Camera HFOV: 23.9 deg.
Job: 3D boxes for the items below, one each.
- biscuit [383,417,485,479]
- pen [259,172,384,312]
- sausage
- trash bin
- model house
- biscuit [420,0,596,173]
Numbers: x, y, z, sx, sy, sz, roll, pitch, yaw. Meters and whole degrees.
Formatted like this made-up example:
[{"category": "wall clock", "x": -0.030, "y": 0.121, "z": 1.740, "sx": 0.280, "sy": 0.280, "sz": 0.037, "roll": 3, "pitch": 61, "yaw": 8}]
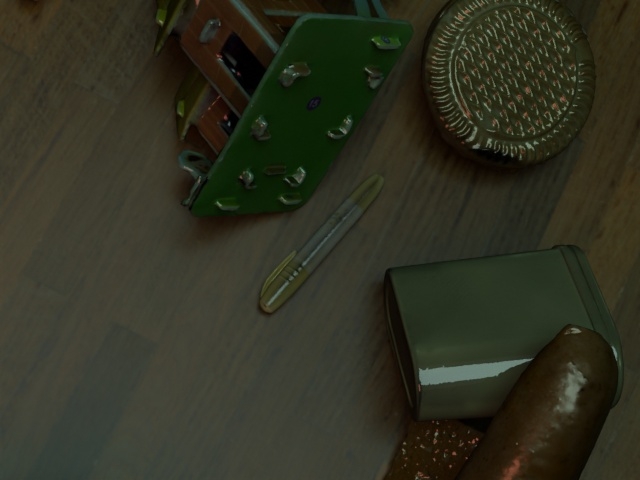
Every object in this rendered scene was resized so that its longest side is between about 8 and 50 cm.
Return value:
[{"category": "biscuit", "x": 0.186, "y": 0.294, "z": 1.796, "sx": 0.231, "sy": 0.025, "sz": 0.131, "roll": 27, "pitch": 92, "yaw": 34}, {"category": "pen", "x": 0.000, "y": 0.000, "z": 1.906, "sx": 0.040, "sy": 0.032, "sz": 0.233, "roll": 33, "pitch": 71, "yaw": 25}, {"category": "sausage", "x": 0.181, "y": 0.317, "z": 1.700, "sx": 0.136, "sy": 0.123, "sz": 0.501, "roll": 35, "pitch": 97, "yaw": -7}, {"category": "trash bin", "x": 0.215, "y": 0.114, "z": 1.828, "sx": 0.247, "sy": 0.121, "sz": 0.243, "roll": -6, "pitch": 40, "yaw": -7}, {"category": "model house", "x": -0.061, "y": -0.246, "z": 1.895, "sx": 0.340, "sy": 0.300, "sz": 0.323, "roll": -6, "pitch": 49, "yaw": -47}, {"category": "biscuit", "x": 0.243, "y": -0.214, "z": 1.946, "sx": 0.259, "sy": 0.079, "sz": 0.259, "roll": 1, "pitch": 87, "yaw": -18}]
